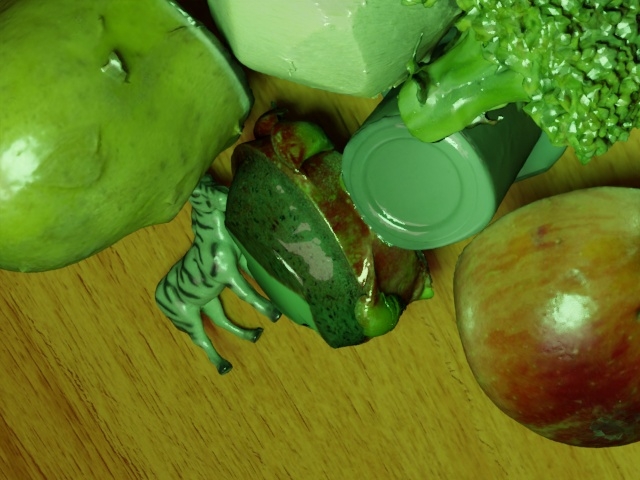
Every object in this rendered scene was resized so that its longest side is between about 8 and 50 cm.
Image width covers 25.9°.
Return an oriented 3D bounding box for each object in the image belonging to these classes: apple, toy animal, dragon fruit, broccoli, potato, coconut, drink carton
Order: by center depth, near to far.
[{"bbox_3d":[0.154,-0.165,1.109,0.273,0.180,0.242,-34,90,20],"label":"broccoli"},{"bbox_3d":[0.020,-0.243,1.278,0.230,0.227,0.227,19,128,21],"label":"coconut"},{"bbox_3d":[0.276,0.100,1.335,0.293,0.163,0.251,28,134,-32],"label":"apple"},{"bbox_3d":[0.130,-0.097,1.344,0.185,0.190,0.191,-16,113,29],"label":"drink carton"},{"bbox_3d":[-0.260,-0.101,1.357,0.290,0.296,0.397,40,165,-8],"label":"potato"},{"bbox_3d":[0.000,0.000,1.458,0.268,0.130,0.295,23,150,52],"label":"dragon fruit"},{"bbox_3d":[-0.107,0.038,1.624,0.170,0.090,0.255,30,127,14],"label":"toy animal"}]
